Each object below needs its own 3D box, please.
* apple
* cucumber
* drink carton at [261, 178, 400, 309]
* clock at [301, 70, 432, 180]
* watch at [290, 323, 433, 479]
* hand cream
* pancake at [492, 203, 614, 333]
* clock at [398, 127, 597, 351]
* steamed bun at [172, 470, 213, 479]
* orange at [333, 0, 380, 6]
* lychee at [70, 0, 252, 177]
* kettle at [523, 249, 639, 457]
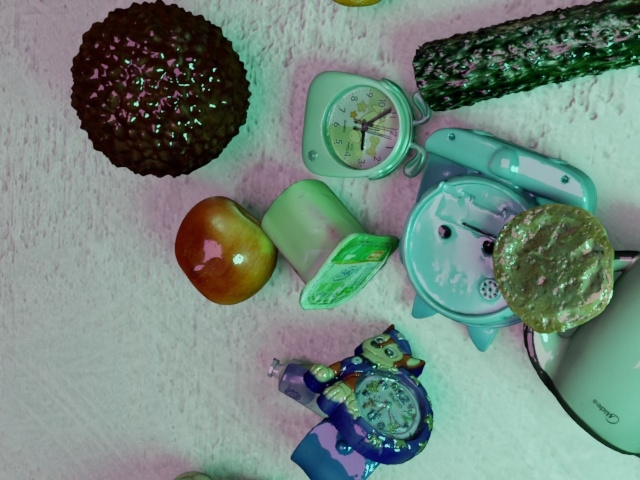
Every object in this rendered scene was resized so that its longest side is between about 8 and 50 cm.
[{"bbox_3d":[-0.146,0.018,1.100,0.163,0.163,0.139,42,96,19],"label":"apple"},{"bbox_3d":[0.293,-0.232,0.871,0.359,0.096,0.096,-7,92,30],"label":"cucumber"},{"bbox_3d":[0.000,0.000,1.035,0.142,0.146,0.144,49,114,25],"label":"drink carton"},{"bbox_3d":[0.066,-0.155,1.021,0.188,0.060,0.148,14,101,27],"label":"clock"},{"bbox_3d":[0.056,0.257,1.010,0.171,0.196,0.200,49,133,24],"label":"watch"},{"bbox_3d":[-0.015,0.224,1.115,0.142,0.053,0.084,25,106,14],"label":"hand cream"},{"bbox_3d":[0.262,0.032,0.828,0.151,0.025,0.151,-7,79,39],"label":"pancake"},{"bbox_3d":[0.208,0.005,0.941,0.223,0.094,0.274,24,105,26],"label":"clock"},{"bbox_3d":[-0.183,0.546,1.124,0.352,0.247,0.339,16,101,31],"label":"steamed bun"},{"bbox_3d":[0.050,-0.381,0.976,0.135,0.117,0.135,8,105,31],"label":"orange"},{"bbox_3d":[-0.236,-0.220,1.084,0.264,0.300,0.264,1,69,-2],"label":"lychee"},{"bbox_3d":[0.357,0.105,0.830,0.221,0.161,0.236,39,115,14],"label":"kettle"}]
